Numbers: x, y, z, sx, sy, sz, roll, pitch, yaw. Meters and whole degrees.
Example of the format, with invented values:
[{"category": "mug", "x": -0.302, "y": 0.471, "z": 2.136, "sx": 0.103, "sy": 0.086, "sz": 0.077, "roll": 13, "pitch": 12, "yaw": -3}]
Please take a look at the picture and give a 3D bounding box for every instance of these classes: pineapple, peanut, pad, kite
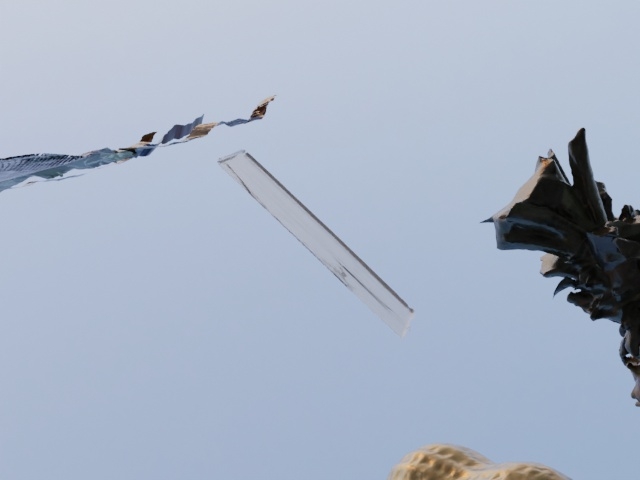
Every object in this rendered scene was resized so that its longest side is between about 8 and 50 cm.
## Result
[{"category": "pineapple", "x": 0.218, "y": 0.046, "z": 1.025, "sx": 0.248, "sy": 0.128, "sz": 0.128, "roll": 45, "pitch": -130, "yaw": -3}, {"category": "peanut", "x": 0.161, "y": 0.256, "z": 1.443, "sx": 0.123, "sy": 0.123, "sz": 0.257, "roll": -28, "pitch": -159, "yaw": -34}, {"category": "pad", "x": 0.000, "y": 0.000, "z": 1.443, "sx": 0.232, "sy": 0.004, "sz": 0.156, "roll": 44, "pitch": -171, "yaw": 0}, {"category": "kite", "x": -0.163, "y": -0.039, "z": 0.915, "sx": 0.360, "sy": 0.204, "sz": 0.022, "roll": -23, "pitch": -86, "yaw": -53}]
